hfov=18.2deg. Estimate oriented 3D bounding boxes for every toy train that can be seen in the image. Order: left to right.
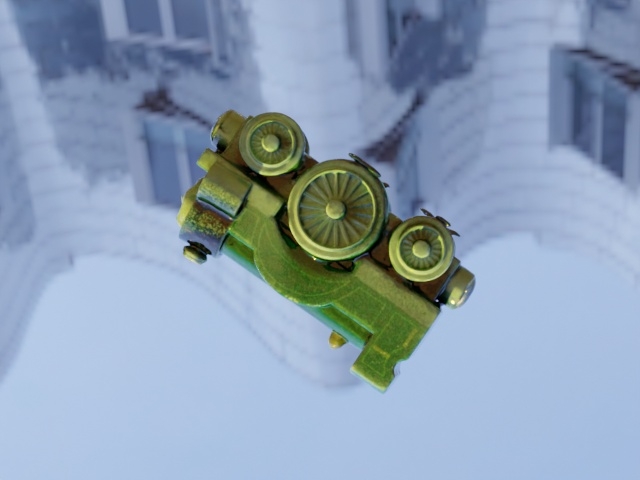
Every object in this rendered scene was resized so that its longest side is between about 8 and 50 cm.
[{"bbox_3d":[0.000,0.000,1.146,0.178,0.071,0.104,34,-87,5],"label":"toy train"}]
